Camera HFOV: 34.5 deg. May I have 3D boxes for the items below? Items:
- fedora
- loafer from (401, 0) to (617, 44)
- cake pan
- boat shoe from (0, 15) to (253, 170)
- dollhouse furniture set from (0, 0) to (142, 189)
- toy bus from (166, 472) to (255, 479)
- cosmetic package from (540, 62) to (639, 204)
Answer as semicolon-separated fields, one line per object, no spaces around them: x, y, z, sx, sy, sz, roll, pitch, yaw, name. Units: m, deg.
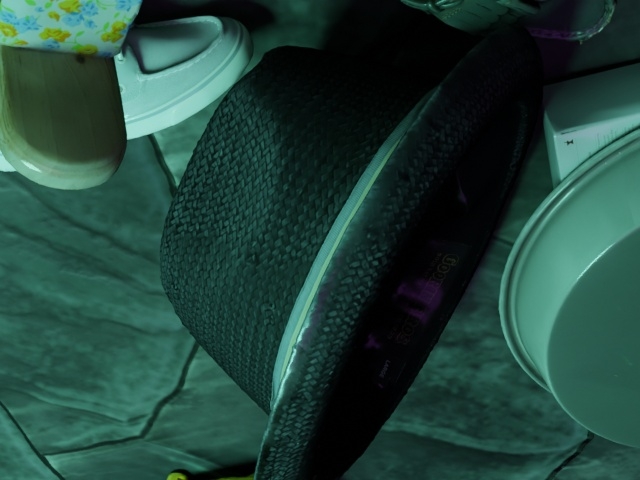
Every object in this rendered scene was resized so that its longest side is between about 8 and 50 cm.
0.000;0.000;0.626;0.153;0.334;0.334;29;133;16;fedora
0.049;-0.166;0.555;0.268;0.084;0.096;23;128;-18;loafer
0.267;0.040;0.676;0.293;0.054;0.293;-2;131;-3;cake pan
-0.134;-0.101;0.620;0.184;0.066;0.063;-15;142;10;boat shoe
-0.189;-0.136;0.325;0.394;0.256;0.362;1;148;-29;dollhouse furniture set
-0.087;0.316;0.964;0.212;0.149;0.220;-6;135;24;toy bus
0.215;-0.007;0.708;0.099;0.060;0.239;-14;131;6;cosmetic package
